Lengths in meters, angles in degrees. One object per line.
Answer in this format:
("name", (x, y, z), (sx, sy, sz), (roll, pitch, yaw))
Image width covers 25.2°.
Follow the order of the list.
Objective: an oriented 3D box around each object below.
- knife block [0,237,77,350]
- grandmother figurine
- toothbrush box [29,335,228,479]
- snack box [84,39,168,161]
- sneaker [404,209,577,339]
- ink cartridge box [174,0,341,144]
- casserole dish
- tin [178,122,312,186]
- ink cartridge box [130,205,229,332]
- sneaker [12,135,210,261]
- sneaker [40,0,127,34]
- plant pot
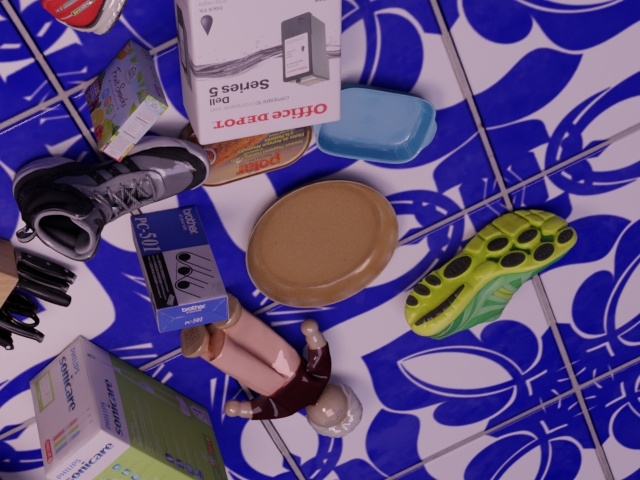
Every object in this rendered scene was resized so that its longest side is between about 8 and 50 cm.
("knife block", (-0.467, 0.035, 1.952), (0.242, 0.088, 0.275), (-17, 130, -8))
("grandmother figurine", (-0.065, 0.213, 2.237), (0.208, 0.104, 0.342), (-38, 128, 23))
("toothbrush box", (-0.284, 0.302, 2.154), (0.122, 0.206, 0.283), (-40, 130, 14))
("snack box", (-0.249, -0.179, 1.825), (0.037, 0.141, 0.100), (32, 111, -36))
("sneaker", (0.265, 0.054, 2.242), (0.296, 0.109, 0.123), (-32, 154, 5))
("ink cartridge box", (-0.079, -0.275, 1.828), (0.198, 0.114, 0.272), (-11, 130, -12))
("casserole dish", (0.074, -0.169, 2.022), (0.188, 0.037, 0.114), (6, 124, -25))
("tin", (-0.106, -0.137, 1.982), (0.190, 0.040, 0.106), (-16, 127, -7))
("ink cartridge box", (-0.196, 0.036, 1.971), (0.097, 0.207, 0.046), (-11, 130, -12))
("sneaker", (-0.275, -0.050, 1.893), (0.269, 0.153, 0.101), (-10, 128, -1))
("sneaker", (-0.259, -0.374, 1.697), (0.118, 0.107, 0.279), (18, 117, -18))
("plant pot", (0.000, 0.000, 2.132), (0.236, 0.032, 0.236), (-10, 129, -13))
